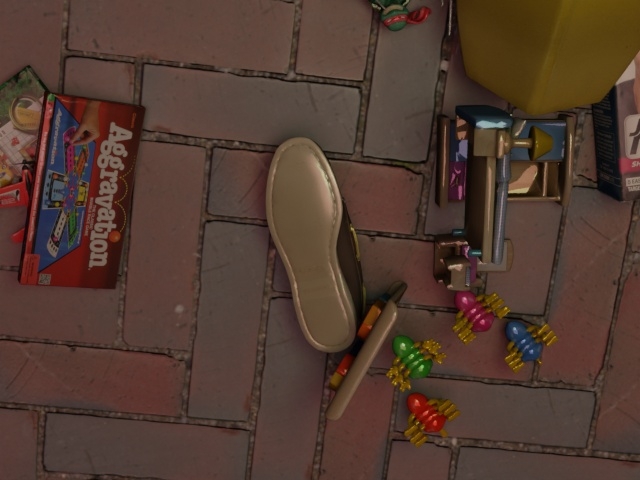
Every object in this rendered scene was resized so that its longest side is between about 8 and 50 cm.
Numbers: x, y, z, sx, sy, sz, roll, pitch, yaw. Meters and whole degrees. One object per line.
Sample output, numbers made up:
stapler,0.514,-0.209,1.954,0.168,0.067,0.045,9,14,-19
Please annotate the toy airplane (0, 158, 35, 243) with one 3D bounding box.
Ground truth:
toy airplane,-0.422,-0.050,1.450,0.151,0.028,0.151,-12,119,-22

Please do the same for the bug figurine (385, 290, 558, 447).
bug figurine,0.217,0.182,1.523,0.279,0.072,0.216,-36,124,1

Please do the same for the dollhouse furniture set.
dollhouse furniture set,0.281,-0.044,1.375,0.198,0.303,0.286,-1,104,-3

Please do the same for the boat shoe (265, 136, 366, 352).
boat shoe,0.000,0.000,1.474,0.116,0.097,0.324,-8,104,19

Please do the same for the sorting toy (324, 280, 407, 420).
sorting toy,0.064,0.154,1.458,0.038,0.208,0.193,29,100,3

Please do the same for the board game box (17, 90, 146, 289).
board game box,-0.349,-0.068,1.444,0.145,0.027,0.281,4,104,-30

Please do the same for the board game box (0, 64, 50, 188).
board game box,-0.487,-0.126,1.447,0.259,0.030,0.136,-36,101,5

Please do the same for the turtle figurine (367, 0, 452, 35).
turtle figurine,0.093,-0.382,1.378,0.175,0.118,0.234,-13,88,-17

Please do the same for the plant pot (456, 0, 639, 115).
plant pot,0.306,-0.288,1.326,0.212,0.212,0.187,-14,129,-32

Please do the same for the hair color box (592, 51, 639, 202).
hair color box,0.493,-0.242,1.443,0.173,0.105,0.347,-9,103,-2
